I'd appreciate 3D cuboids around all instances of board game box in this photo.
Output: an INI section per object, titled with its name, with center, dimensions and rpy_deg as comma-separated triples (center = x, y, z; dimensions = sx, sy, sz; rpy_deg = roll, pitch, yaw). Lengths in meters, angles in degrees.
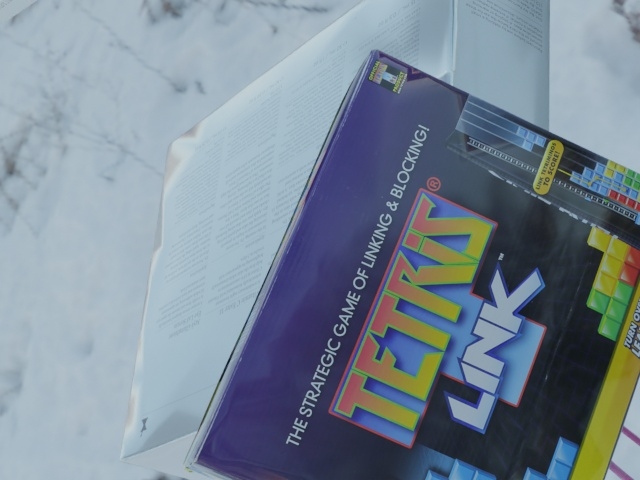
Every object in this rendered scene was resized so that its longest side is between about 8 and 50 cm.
[board game box]
center = 0.047, 0.034, 0.460
dimensions = 0.048, 0.141, 0.170
rpy_deg = 133, 160, -73

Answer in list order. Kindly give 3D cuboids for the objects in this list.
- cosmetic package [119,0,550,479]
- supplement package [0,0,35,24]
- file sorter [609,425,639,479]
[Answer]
[cosmetic package]
center = 0.000, 0.000, 0.872
dimensions = 0.377, 0.097, 0.284
rpy_deg = -27, 47, 49
[supplement package]
center = -0.245, -0.299, 0.759
dimensions = 0.199, 0.263, 0.198
rpy_deg = -1, 59, 62
[file sorter]
center = 0.236, 0.326, 1.130
dimensions = 0.182, 0.202, 0.290
rpy_deg = 38, 102, 7
